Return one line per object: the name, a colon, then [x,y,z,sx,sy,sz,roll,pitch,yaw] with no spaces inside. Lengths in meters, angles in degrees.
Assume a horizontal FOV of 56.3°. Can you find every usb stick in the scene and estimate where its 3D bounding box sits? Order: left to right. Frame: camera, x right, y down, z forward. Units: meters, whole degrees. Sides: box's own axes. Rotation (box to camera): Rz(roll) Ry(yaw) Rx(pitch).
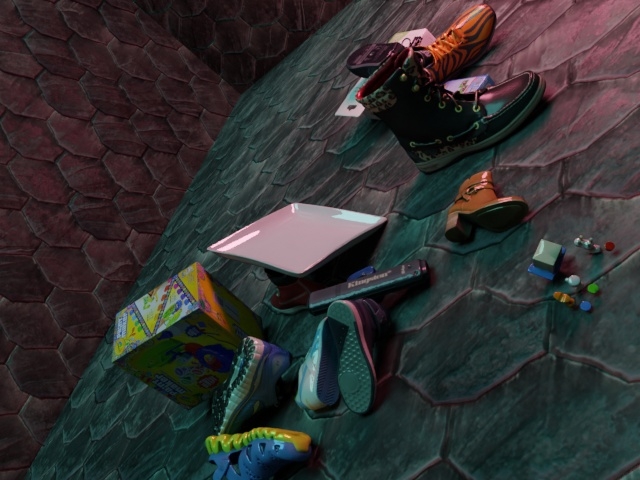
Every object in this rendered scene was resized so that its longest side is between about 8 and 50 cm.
usb stick: [0.101,0.103,1.303,0.278,0.045,0.077,-18,16,15]

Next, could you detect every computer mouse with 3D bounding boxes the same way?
computer mouse: [0.186,-0.544,1.847,0.188,0.072,0.272,-50,36,-12]

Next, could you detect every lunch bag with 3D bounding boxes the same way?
lunch bag: [0.105,0.105,1.388,0.098,0.065,0.067,-32,32,39]

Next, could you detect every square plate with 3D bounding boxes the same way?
square plate: [-0.059,-0.003,1.565,0.348,0.049,0.344,12,32,41]

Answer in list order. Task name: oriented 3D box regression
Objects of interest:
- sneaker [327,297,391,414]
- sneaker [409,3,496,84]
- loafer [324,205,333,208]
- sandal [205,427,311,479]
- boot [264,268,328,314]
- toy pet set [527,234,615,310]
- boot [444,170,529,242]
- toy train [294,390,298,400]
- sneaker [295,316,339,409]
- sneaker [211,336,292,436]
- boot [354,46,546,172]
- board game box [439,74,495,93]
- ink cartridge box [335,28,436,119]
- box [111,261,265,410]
sneaker: [0.095,0.227,1.226,0.086,0.163,0.226,-11,84,28]
sneaker: [0.346,-0.530,1.676,0.321,0.124,0.180,-48,-21,29]
loafer: [0.000,0.000,1.718,0.078,0.080,0.219,13,66,37]
sandal: [-0.133,0.472,1.260,0.317,0.126,0.138,-30,49,44]
boot: [-0.102,0.119,1.595,0.244,0.176,0.088,-16,44,54]
toy pet set: [0.403,0.051,0.981,0.114,0.065,0.122,22,76,29]
boot: [0.344,-0.087,1.234,0.197,0.073,0.152,-21,35,45]
toy train: [-0.039,0.335,1.383,0.083,0.017,0.024,-63,17,-22]
sneaker: [0.000,0.265,1.329,0.092,0.087,0.228,-32,29,40]
sneaker: [-0.161,0.377,1.419,0.329,0.147,0.129,-61,27,28]
boot: [0.291,-0.335,1.397,0.378,0.284,0.138,-27,35,45]
board game box: [0.355,-0.370,1.631,0.160,0.039,0.211,-55,25,-7]
ink cartridge box: [0.224,-0.507,1.948,0.353,0.119,0.207,-52,26,-3]
box: [-0.341,0.261,1.590,0.279,0.290,0.177,-32,39,13]
